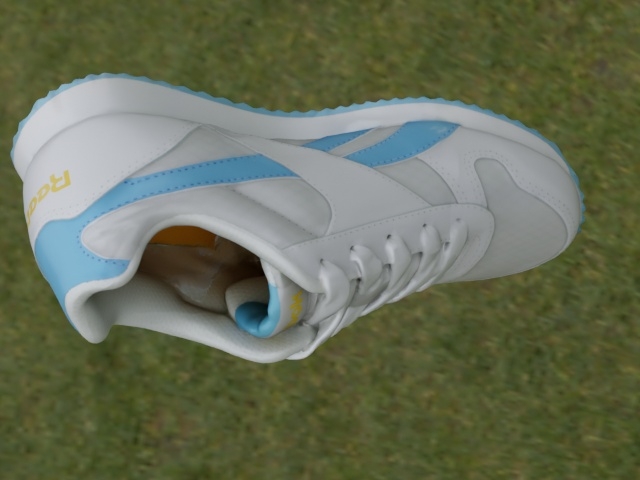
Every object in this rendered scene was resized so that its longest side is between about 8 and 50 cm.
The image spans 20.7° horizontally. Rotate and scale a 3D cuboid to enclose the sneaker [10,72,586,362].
[{"bbox_3d":[0.000,0.000,0.667,0.087,0.229,0.092,116,147,-45],"label":"sneaker"}]
